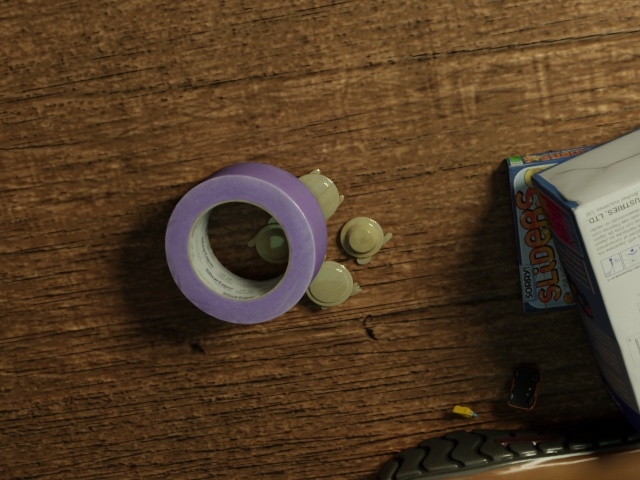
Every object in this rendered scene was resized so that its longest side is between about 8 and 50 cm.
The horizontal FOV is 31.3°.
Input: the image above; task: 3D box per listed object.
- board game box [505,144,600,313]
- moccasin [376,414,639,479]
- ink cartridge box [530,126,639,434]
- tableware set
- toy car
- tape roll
[{"bbox_3d":[0.309,-0.013,1.421,0.136,0.035,0.201,-8,112,7],"label":"board game box"},{"bbox_3d":[0.264,0.325,1.520,0.380,0.139,0.147,-7,103,-4],"label":"moccasin"},{"bbox_3d":[0.447,0.060,1.356,0.270,0.151,0.395,-23,111,1],"label":"ink cartridge box"},{"bbox_3d":[0.000,0.000,1.454,0.168,0.020,0.141,40,107,-11],"label":"tableware set"},{"bbox_3d":[0.239,0.203,1.526,0.122,0.060,0.040,-10,157,25],"label":"toy car"},{"bbox_3d":[-0.090,0.002,1.411,0.189,0.080,0.189,3,106,10],"label":"tape roll"}]
